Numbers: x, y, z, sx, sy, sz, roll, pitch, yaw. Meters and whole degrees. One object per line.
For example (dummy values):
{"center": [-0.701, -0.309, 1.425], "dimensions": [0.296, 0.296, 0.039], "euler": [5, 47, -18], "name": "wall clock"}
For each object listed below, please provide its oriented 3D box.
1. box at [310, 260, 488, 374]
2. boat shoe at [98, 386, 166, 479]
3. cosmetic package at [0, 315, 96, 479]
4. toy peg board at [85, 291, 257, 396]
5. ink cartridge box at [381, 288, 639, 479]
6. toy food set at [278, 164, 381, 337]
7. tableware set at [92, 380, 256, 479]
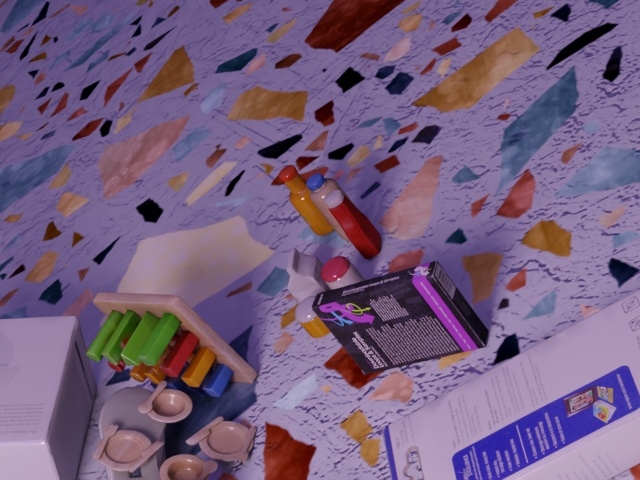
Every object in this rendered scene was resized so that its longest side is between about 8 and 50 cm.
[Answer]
{"center": [0.086, 0.087, 1.766], "dimensions": [0.162, 0.116, 0.029], "euler": [-17, 36, 32], "name": "box"}
{"center": [-0.219, 0.270, 1.880], "dimensions": [0.079, 0.081, 0.227], "euler": [1, 39, -10], "name": "boat shoe"}
{"center": [-0.418, 0.222, 2.025], "dimensions": [0.224, 0.138, 0.224], "euler": [-3, 38, 7], "name": "cosmetic package"}
{"center": [-0.192, 0.142, 1.943], "dimensions": [0.161, 0.160, 0.079], "euler": [0, 51, 47], "name": "toy peg board"}
{"center": [0.222, 0.174, 1.562], "dimensions": [0.333, 0.065, 0.165], "euler": [-29, 33, 14], "name": "ink cartridge box"}
{"center": [0.000, 0.000, 1.978], "dimensions": [0.111, 0.104, 0.232], "euler": [-23, 35, 25], "name": "toy food set"}
{"center": [-0.166, 0.231, 1.846], "dimensions": [0.169, 0.020, 0.141], "euler": [21, 41, 22], "name": "tableware set"}
